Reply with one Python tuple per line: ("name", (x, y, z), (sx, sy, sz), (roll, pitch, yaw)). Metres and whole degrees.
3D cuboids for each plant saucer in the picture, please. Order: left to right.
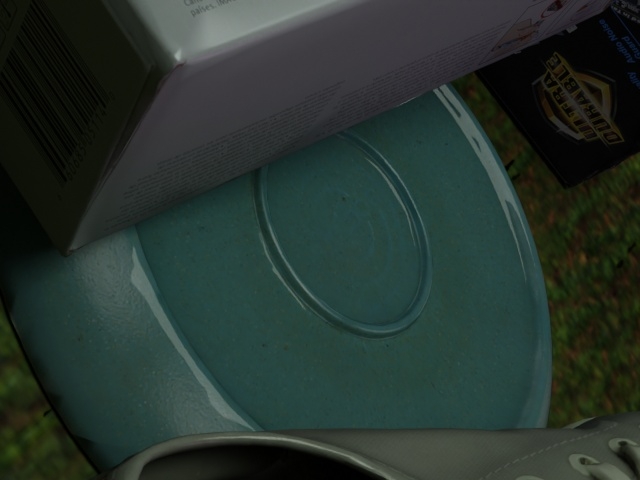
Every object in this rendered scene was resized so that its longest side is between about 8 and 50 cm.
("plant saucer", (0.000, 0.000, 0.722), (0.317, 0.043, 0.318), (24, 51, -34))

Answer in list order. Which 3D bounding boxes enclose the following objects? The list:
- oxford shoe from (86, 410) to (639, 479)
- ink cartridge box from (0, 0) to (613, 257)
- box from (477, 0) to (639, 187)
("oxford shoe", (0.087, 0.131, 0.590), (0.449, 0.130, 0.169), (2, 62, -31))
("ink cartridge box", (-0.031, -0.185, 0.659), (0.309, 0.130, 0.272), (-26, 75, -35))
("box", (0.155, -0.207, 0.816), (0.295, 0.293, 0.073), (51, 42, -10))
